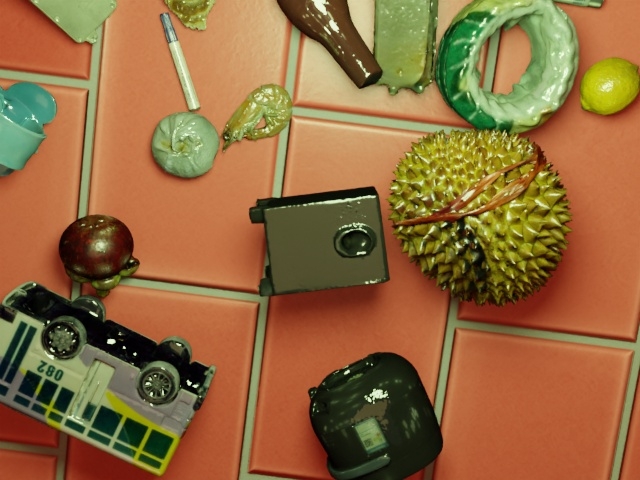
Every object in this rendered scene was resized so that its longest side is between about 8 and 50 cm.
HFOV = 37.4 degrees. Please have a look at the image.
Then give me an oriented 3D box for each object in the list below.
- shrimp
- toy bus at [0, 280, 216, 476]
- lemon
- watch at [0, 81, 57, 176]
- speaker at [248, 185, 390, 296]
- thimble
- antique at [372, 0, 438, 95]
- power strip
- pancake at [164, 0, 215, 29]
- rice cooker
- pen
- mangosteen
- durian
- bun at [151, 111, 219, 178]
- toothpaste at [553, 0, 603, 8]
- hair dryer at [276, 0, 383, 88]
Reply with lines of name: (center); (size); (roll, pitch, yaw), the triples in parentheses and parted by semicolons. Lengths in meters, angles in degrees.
shrimp: (-0.133, -0.243, 1.934); (0.180, 0.041, 0.099); (-42, 111, 6)
toy bus: (-0.463, 0.279, 1.936); (0.440, 0.209, 0.249); (26, 101, -5)
lemon: (0.569, -0.303, 1.866); (0.133, 0.109, 0.109); (-37, 97, 15)
watch: (-0.638, -0.229, 1.863); (0.211, 0.193, 0.211); (0, 99, -1)
speaker: (0.000, 0.000, 1.867); (0.254, 0.232, 0.184); (-7, 98, 2)
thimble: (0.358, -0.352, 1.821); (0.254, 0.167, 0.288); (9, 104, -9)
antique: (0.165, -0.430, 1.853); (0.125, 0.150, 0.284); (1, 108, 4)
power strip: (-0.520, -0.504, 1.845); (0.118, 0.046, 0.270); (-45, 120, 5)
pancake: (-0.293, -0.534, 1.886); (0.266, 0.057, 0.244); (-12, 105, 7)
rice cooker: (0.105, 0.362, 1.917); (0.267, 0.267, 0.224); (-27, 97, 5)
pen: (-0.286, -0.362, 1.919); (0.025, 0.025, 0.204); (-17, 98, 4)
mangosteen: (-0.451, 0.039, 1.926); (0.156, 0.146, 0.181); (0, 99, -1)
durian: (0.298, -0.047, 1.787); (0.384, 0.347, 0.347); (35, 99, -25)
bun: (-0.276, -0.193, 1.917); (0.141, 0.083, 0.141); (1, 102, 2)
toothpaste: (0.440, -0.498, 1.873); (0.239, 0.039, 0.062); (10, 108, 2)
hair dryer: (0.066, -0.493, 1.756); (0.312, 0.123, 0.340); (52, 134, 11)
